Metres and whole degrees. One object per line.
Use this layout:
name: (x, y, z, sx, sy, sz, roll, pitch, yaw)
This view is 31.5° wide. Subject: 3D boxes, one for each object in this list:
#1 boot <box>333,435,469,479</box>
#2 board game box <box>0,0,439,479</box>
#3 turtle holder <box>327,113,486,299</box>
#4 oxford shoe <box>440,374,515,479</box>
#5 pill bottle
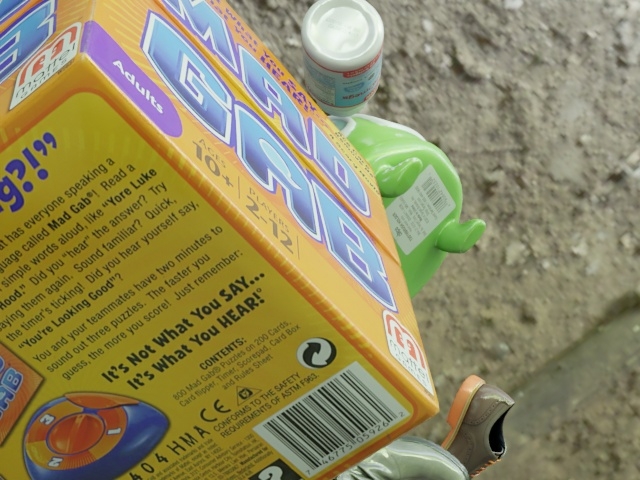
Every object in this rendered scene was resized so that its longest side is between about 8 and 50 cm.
boot: (0.085, 0.343, 1.626, 0.246, 0.161, 0.083, 25, 123, 2)
board game box: (-0.178, 0.010, 0.893, 0.356, 0.356, 0.356, -35, 121, 16)
turtle holder: (0.016, -0.003, 1.375, 0.243, 0.227, 0.320, 10, 111, -43)
oxford shoe: (0.252, 0.368, 1.919, 0.097, 0.098, 0.271, -20, 128, -56)
pill bottle: (0.024, -0.196, 1.245, 0.087, 0.087, 0.160, -24, 165, -5)
